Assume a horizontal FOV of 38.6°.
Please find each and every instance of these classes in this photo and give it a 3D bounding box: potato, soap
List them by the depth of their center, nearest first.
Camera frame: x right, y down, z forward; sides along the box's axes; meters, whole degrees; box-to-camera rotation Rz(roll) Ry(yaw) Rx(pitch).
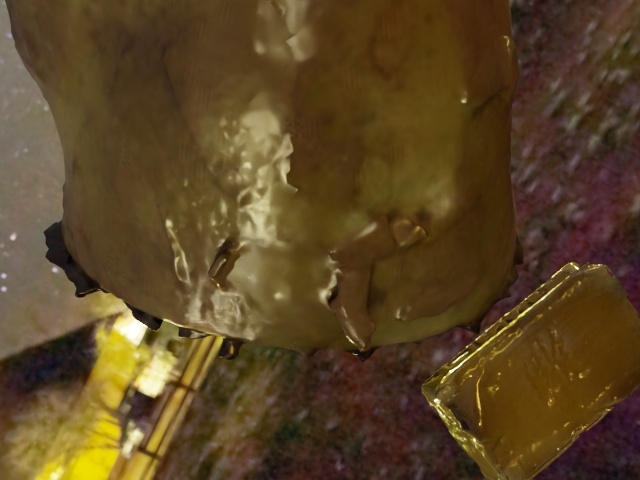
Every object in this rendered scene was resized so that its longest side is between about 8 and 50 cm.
[{"bbox_3d":[-0.020,-0.123,0.452,0.301,0.289,0.237,-83,-1,-46],"label":"potato"},{"bbox_3d":[0.233,0.135,0.947,0.233,0.135,0.076,-36,0,-14],"label":"soap"}]
